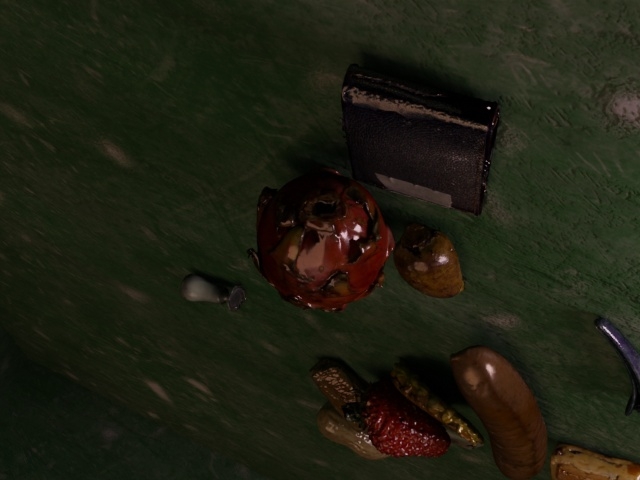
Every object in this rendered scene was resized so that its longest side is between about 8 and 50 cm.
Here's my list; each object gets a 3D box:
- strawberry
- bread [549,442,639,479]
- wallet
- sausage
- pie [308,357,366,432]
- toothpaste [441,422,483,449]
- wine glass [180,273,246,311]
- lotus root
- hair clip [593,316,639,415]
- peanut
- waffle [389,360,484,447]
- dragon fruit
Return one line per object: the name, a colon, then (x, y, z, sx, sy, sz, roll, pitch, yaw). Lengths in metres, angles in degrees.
strawberry: (0.197, 0.426, 1.969, 0.286, 0.188, 0.106, 22, 137, -8)
bread: (0.629, 0.563, 1.848, 0.210, 0.099, 0.235, 12, 147, 30)
wallet: (0.145, -0.141, 1.196, 0.220, 0.071, 0.262, 16, 153, 15)
sausage: (0.393, 0.365, 1.716, 0.136, 0.123, 0.501, -6, 139, 23)
pie: (0.079, 0.415, 2.145, 0.128, 0.068, 0.282, -17, 122, 31)
toothpaste: (0.264, 0.463, 2.083, 0.314, 0.056, 0.058, 26, -164, -6)
wine glass: (-0.265, 0.128, 2.004, 0.155, 0.072, 0.072, 11, 147, 29)
lotus root: (0.201, 0.052, 1.422, 0.108, 0.095, 0.191, -4, 142, 36)
hair clip: (0.549, 0.225, 1.442, 0.083, 0.048, 0.275, 4, 138, 42)
peanut: (0.096, 0.536, 2.296, 0.256, 0.124, 0.123, 36, 152, -20)
waffle: (0.269, 0.378, 1.853, 0.243, 0.059, 0.238, 41, 173, -21)
dragon fruit: (-0.001, -0.002, 1.387, 0.250, 0.250, 0.315, 13, 162, 28)
